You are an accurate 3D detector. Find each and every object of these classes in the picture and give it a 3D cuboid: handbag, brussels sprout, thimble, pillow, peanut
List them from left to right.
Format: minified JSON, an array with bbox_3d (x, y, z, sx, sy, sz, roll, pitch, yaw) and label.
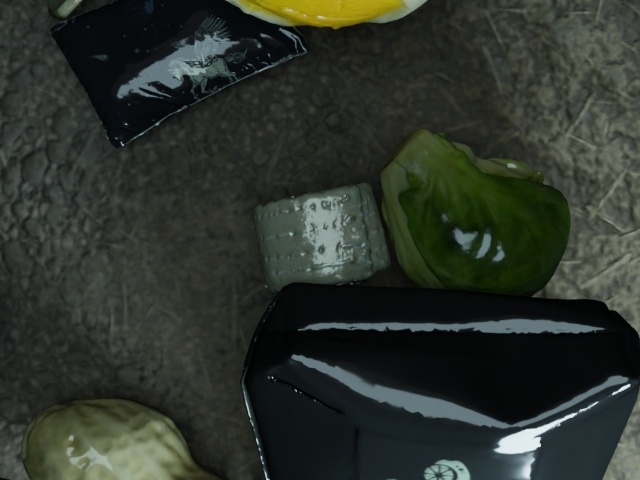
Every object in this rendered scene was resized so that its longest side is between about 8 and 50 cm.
[{"bbox_3d":[-0.151,0.225,1.299,0.256,0.123,0.123,31,90,-3],"label":"peanut"},{"bbox_3d":[-0.132,-0.188,1.329,0.208,0.055,0.141,-29,82,-1],"label":"pillow"},{"bbox_3d":[0.000,0.000,1.303,0.115,0.102,0.090,-12,89,30],"label":"thimble"},{"bbox_3d":[0.099,0.188,1.261,0.342,0.152,0.288,4,124,1],"label":"handbag"},{"bbox_3d":[0.135,-0.015,1.290,0.183,0.131,0.145,18,84,-3],"label":"brussels sprout"}]

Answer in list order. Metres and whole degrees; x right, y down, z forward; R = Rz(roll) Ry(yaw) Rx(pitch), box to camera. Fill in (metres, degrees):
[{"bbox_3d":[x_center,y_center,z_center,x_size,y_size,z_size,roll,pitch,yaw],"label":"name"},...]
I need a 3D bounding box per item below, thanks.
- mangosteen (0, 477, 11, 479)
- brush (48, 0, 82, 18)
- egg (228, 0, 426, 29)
[{"bbox_3d":[-0.319,0.301,1.278,0.200,0.200,0.200,0,90,0],"label":"mangosteen"},{"bbox_3d":[-0.145,-0.332,1.293,0.020,0.085,0.336,31,107,-36],"label":"brush"},{"bbox_3d":[0.046,-0.319,1.243,0.201,0.337,0.337,30,90,-41],"label":"egg"}]
